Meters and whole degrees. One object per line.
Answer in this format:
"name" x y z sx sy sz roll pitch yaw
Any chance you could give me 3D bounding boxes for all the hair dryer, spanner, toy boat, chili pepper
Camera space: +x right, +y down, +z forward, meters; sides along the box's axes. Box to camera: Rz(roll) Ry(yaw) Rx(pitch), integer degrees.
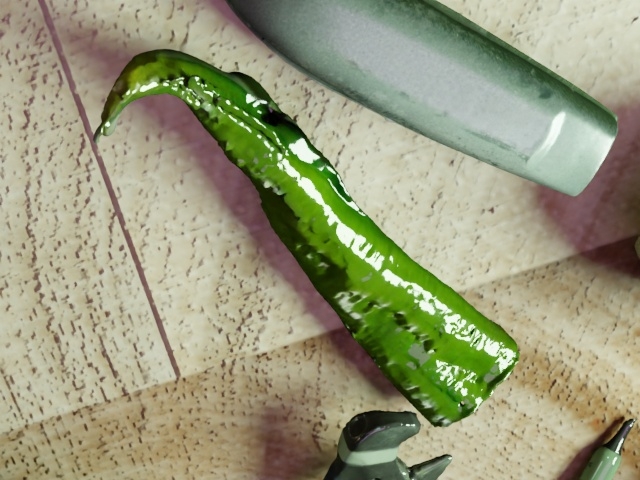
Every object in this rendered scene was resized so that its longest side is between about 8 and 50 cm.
"hair dryer" 0.197 0.196 0.964 0.071 0.047 0.150 24 103 -19
"spanner" -0.032 0.230 0.928 0.087 0.024 0.316 32 113 -34
"toy boat" 0.054 -0.109 0.773 0.260 0.085 0.078 26 108 -10
"chili pepper" 0.000 0.000 0.808 0.085 0.076 0.359 -43 122 6

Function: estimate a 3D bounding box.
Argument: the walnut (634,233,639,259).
"walnut" 0.317 0.009 0.828 0.230 0.178 0.178 3 115 -1
